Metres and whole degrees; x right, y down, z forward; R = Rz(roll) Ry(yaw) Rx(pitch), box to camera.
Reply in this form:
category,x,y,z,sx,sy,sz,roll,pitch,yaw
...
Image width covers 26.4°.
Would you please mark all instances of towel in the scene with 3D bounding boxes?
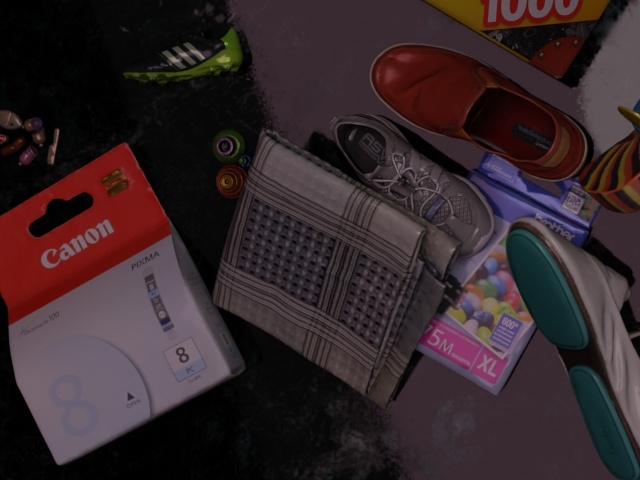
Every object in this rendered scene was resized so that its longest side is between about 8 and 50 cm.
category,x,y,z,sx,sy,sz,roll,pitch,yaw
towel,0.009,0.048,1.875,0.324,0.056,0.312,30,125,15

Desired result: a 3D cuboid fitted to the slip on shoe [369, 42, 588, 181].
category,x,y,z,sx,sy,sz,roll,pitch,yaw
slip on shoe,0.204,-0.182,1.836,0.331,0.101,0.123,31,95,25

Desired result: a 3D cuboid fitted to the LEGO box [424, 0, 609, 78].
category,x,y,z,sx,sy,sz,roll,pitch,yaw
LEGO box,0.172,-0.480,1.656,0.500,0.193,0.372,24,103,-31

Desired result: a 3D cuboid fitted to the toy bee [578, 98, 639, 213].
category,x,y,z,sx,sy,sz,roll,pitch,yaw
toy bee,0.465,-0.137,1.740,0.195,0.162,0.298,15,118,-20

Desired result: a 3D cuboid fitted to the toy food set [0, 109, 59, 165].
category,x,y,z,sx,sy,sz,roll,pitch,yaw
toy food set,-0.458,-0.154,2.067,0.122,0.019,0.078,13,97,13

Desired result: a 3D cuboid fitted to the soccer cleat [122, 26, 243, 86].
category,x,y,z,sx,sy,sz,roll,pitch,yaw
soccer cleat,-0.200,-0.267,1.979,0.179,0.060,0.072,-7,82,8

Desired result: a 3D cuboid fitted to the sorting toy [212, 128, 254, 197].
category,x,y,z,sx,sy,sz,roll,pitch,yaw
sorting toy,-0.129,-0.112,1.974,0.061,0.042,0.102,-9,91,15

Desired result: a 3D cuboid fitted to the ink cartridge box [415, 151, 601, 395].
category,x,y,z,sx,sy,sz,roll,pitch,yaw
ink cartridge box,0.240,0.034,1.880,0.186,0.065,0.311,30,98,11

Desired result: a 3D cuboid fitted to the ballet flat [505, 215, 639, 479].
category,x,y,z,sx,sy,sz,roll,pitch,yaw
ballet flat,0.370,0.126,1.800,0.139,0.139,0.400,-23,102,15

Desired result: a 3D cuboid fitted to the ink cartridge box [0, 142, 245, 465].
category,x,y,z,sx,sy,sz,roll,pitch,yaw
ink cartridge box,-0.333,0.093,2.016,0.308,0.091,0.385,-29,87,14

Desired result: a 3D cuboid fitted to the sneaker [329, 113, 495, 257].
category,x,y,z,sx,sy,sz,roll,pitch,yaw
sneaker,0.112,-0.073,1.839,0.281,0.115,0.105,40,106,29
